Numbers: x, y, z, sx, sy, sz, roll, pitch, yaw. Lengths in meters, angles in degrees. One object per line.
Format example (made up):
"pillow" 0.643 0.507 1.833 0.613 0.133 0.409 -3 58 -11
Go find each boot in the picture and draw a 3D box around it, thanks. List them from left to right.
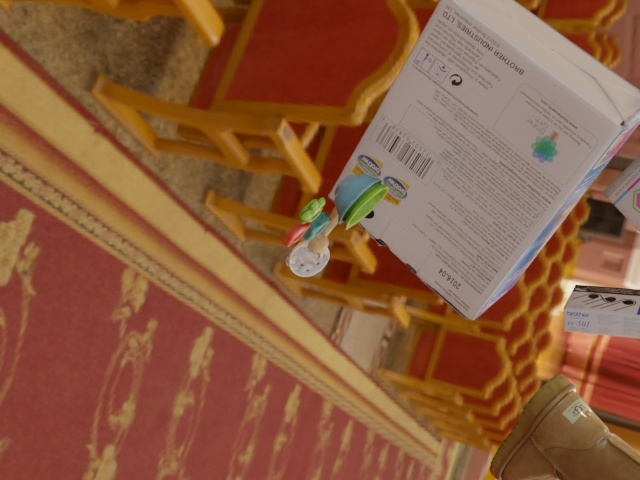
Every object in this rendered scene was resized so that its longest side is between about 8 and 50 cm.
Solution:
"boot" 0.322 0.306 1.004 0.089 0.269 0.236 -33 152 -21

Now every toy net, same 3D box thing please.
"toy net" 0.000 0.000 1.100 0.122 0.045 0.232 -39 169 -31

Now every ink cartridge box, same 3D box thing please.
"ink cartridge box" 0.192 -0.090 1.168 0.151 0.270 0.395 -26 153 -51
"ink cartridge box" 0.505 0.116 1.439 0.097 0.207 0.046 -40 128 -55
"ink cartridge box" 0.589 -0.046 1.498 0.062 0.209 0.109 -13 149 -48
